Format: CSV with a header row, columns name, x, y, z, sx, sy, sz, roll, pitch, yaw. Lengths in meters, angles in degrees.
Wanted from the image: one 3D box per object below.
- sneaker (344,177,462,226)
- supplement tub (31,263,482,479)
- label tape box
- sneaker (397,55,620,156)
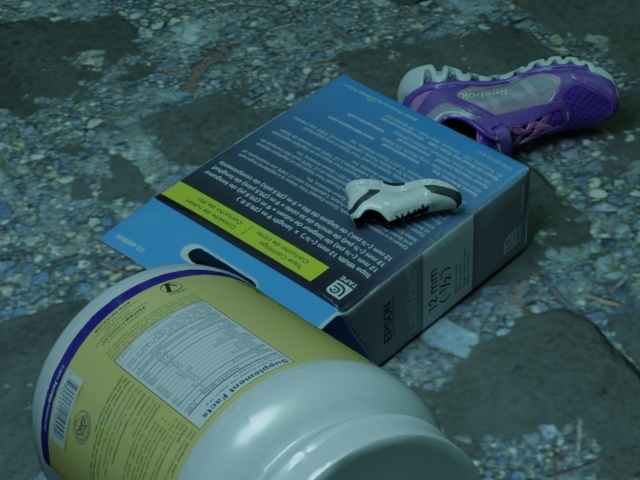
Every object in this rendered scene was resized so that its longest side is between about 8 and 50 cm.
name,x,y,z,sx,sy,sz,roll,pitch,yaw
sneaker,0.077,-0.031,1.684,0.109,0.040,0.044,-2,58,3
supplement tub,-0.051,0.176,1.398,0.241,0.241,0.331,-25,32,-25
label tape box,0.000,0.000,1.757,0.249,0.115,0.347,30,51,32
sneaker,0.199,-0.128,1.926,0.236,0.095,0.105,-3,46,6
